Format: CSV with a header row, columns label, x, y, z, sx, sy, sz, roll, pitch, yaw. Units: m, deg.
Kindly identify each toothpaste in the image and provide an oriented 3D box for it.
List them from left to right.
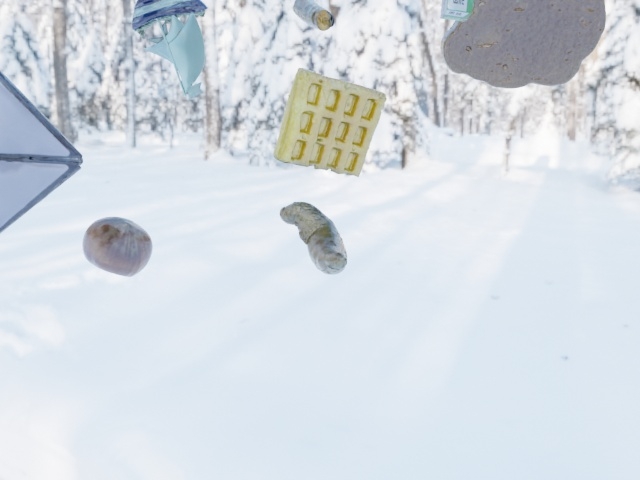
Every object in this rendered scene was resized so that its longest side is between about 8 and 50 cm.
label,x,y,z,sx,sy,sz,roll,pitch,yaw
toothpaste,0.223,-0.439,1.008,0.043,0.179,0.037,7,-7,-7

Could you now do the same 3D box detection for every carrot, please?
label,x,y,z,sx,sy,sz,roll,pitch,yaw
carrot,-0.022,-0.638,1.781,0.070,0.070,0.260,-3,29,-16

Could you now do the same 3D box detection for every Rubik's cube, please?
label,x,y,z,sx,sy,sz,roll,pitch,yaw
Rubik's cube,-0.776,-0.209,1.467,0.310,0.307,0.305,-43,31,-12

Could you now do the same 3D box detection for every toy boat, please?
label,x,y,z,sx,sy,sz,roll,pitch,yaw
toy boat,-0.408,-0.536,1.717,0.210,0.292,0.070,13,30,7

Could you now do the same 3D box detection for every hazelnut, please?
label,x,y,z,sx,sy,sz,roll,pitch,yaw
hazelnut,-0.636,0.012,2.004,0.212,0.181,0.181,21,4,-18

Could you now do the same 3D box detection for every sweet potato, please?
label,x,y,z,sx,sy,sz,roll,pitch,yaw
sweet potato,0.001,0.000,1.498,0.124,0.098,0.310,37,10,-42

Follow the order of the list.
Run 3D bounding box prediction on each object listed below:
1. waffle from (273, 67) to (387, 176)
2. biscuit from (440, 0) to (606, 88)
label,x,y,z,sx,sy,sz,roll,pitch,yaw
waffle,0.022,-0.278,1.530,0.247,0.221,0.055,7,19,-34
biscuit,0.465,-0.510,1.486,0.381,0.359,0.074,-17,28,13
